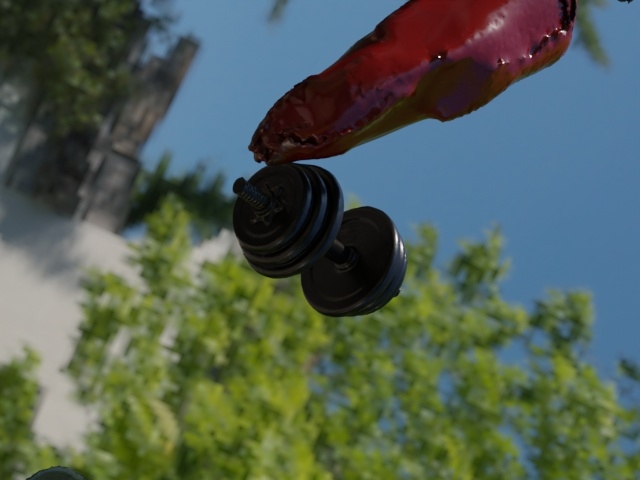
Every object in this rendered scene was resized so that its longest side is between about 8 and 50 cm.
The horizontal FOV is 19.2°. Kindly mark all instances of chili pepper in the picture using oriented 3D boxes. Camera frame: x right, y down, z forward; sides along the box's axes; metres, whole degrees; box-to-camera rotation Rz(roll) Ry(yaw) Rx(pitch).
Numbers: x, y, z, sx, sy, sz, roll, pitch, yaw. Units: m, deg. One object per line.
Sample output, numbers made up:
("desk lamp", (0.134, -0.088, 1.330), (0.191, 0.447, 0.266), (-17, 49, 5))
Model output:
("chili pepper", (0.099, -0.148, 1.488), (0.387, 0.110, 0.110), (-31, -179, -32))

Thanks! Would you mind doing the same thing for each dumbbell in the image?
("dumbbell", (0.000, 0.000, 1.509), (0.099, 0.208, 0.099), (-20, -126, 31))

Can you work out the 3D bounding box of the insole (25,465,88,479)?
("insole", (-0.162, 0.237, 1.461), (0.080, 0.232, 0.003), (-39, -135, -2))
